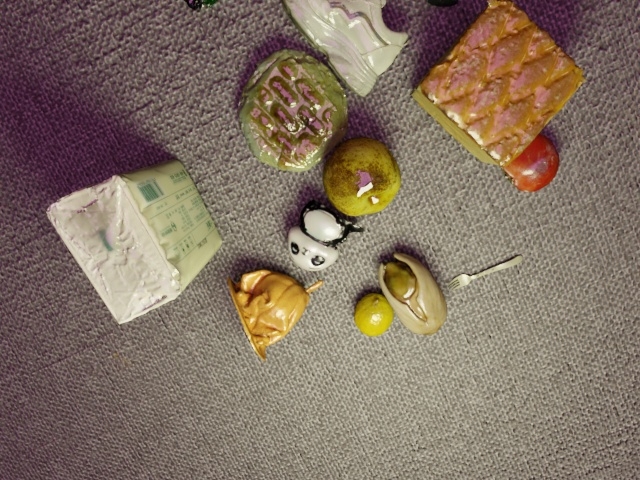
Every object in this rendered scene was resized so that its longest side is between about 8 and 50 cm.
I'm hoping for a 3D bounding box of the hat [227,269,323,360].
[{"bbox_3d":[-0.095,0.163,1.318,0.233,0.244,0.233,-25,110,-6],"label":"hat"}]

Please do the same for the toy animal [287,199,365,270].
[{"bbox_3d":[0.000,0.000,1.294,0.166,0.138,0.179,35,98,11],"label":"toy animal"}]

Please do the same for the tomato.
[{"bbox_3d":[0.536,-0.198,1.246,0.139,0.091,0.159,-35,98,9],"label":"tomato"}]

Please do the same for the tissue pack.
[{"bbox_3d":[-0.410,-0.021,1.184,0.207,0.380,0.297,-24,100,8],"label":"tissue pack"}]

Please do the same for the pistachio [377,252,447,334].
[{"bbox_3d":[0.247,0.141,1.310,0.138,0.153,0.237,-34,93,7],"label":"pistachio"}]

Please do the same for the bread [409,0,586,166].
[{"bbox_3d":[0.401,-0.360,1.152,0.279,0.207,0.279,38,100,-4],"label":"bread"}]

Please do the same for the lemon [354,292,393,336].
[{"bbox_3d":[0.146,0.205,1.353,0.109,0.109,0.133,12,126,0],"label":"lemon"}]

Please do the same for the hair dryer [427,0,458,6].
[{"bbox_3d":[0.368,-0.617,1.167,0.219,0.071,0.124,6,104,-6],"label":"hair dryer"}]

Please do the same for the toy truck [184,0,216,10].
[{"bbox_3d":[-0.338,-0.683,1.168,0.121,0.088,0.259,-34,101,11],"label":"toy truck"}]

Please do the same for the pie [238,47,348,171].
[{"bbox_3d":[-0.069,-0.322,1.252,0.307,0.071,0.306,1,106,3],"label":"pie"}]

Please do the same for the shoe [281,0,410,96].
[{"bbox_3d":[0.060,-0.535,1.169,0.210,0.132,0.342,-42,104,9],"label":"shoe"}]

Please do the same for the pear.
[{"bbox_3d":[0.098,-0.165,1.228,0.197,0.197,0.197,1,104,2],"label":"pear"}]

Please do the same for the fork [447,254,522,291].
[{"bbox_3d":[0.452,0.086,1.357,0.220,0.028,0.034,-24,94,4],"label":"fork"}]
